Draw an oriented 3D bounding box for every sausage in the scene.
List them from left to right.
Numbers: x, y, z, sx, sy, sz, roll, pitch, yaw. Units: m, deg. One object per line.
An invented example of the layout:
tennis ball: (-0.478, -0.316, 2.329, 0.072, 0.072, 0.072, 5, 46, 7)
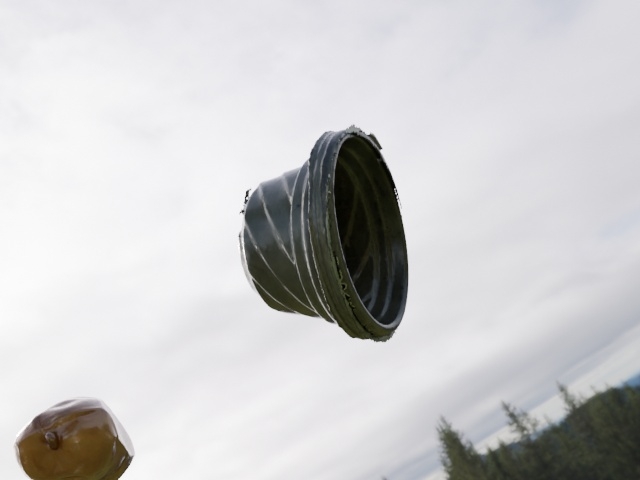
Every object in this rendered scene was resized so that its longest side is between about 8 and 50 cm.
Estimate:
sausage: (-0.334, 0.286, 0.901, 0.136, 0.120, 0.241, -24, -21, -22)

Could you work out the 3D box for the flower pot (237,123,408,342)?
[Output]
flower pot: (0.000, 0.000, 0.716, 0.141, 0.235, 0.235, -8, -18, 22)
